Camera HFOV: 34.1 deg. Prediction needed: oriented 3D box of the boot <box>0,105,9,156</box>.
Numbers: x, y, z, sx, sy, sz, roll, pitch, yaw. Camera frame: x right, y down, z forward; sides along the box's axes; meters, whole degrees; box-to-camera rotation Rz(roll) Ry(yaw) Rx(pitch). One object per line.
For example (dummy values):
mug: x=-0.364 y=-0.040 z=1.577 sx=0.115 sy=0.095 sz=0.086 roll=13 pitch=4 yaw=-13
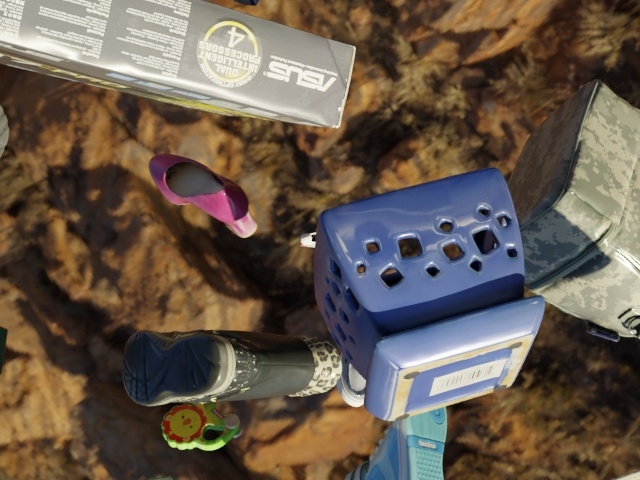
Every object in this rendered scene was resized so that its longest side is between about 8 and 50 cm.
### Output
boot: x=-0.445 y=-0.026 z=1.001 sx=0.118 sy=0.338 sz=0.222 roll=52 pitch=163 yaw=-30

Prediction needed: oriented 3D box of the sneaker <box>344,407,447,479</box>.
sneaker: x=0.124 y=0.399 z=1.949 sx=0.127 sy=0.319 sz=0.208 roll=29 pitch=143 yaw=-35

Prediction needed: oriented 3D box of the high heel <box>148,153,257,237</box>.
high heel: x=-0.199 y=-0.094 z=1.605 sx=0.244 sy=0.082 sz=0.117 roll=40 pitch=167 yaw=34

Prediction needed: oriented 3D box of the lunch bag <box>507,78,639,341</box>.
lunch bag: x=0.411 y=-0.035 z=1.518 sx=0.256 sy=0.305 sz=0.212 roll=33 pitch=142 yaw=-7

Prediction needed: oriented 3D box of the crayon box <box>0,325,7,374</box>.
crayon box: x=-0.648 y=0.135 z=1.552 sx=0.203 sy=0.083 sz=0.323 roll=-2 pitch=161 yaw=18

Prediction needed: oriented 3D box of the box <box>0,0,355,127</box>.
box: x=-0.207 y=-0.204 z=1.057 sx=0.318 sy=0.395 sz=0.097 roll=14 pitch=92 yaw=63

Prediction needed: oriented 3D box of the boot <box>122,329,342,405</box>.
boot: x=-0.108 y=0.146 z=1.195 sx=0.236 sy=0.178 sz=0.085 roll=-10 pitch=77 yaw=53

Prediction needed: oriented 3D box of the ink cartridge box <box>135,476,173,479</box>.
ink cartridge box: x=-0.275 y=0.449 z=1.445 sx=0.093 sy=0.154 sz=0.212 roll=38 pitch=123 yaw=57

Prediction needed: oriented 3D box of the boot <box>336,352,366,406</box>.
boot: x=0.076 y=0.199 z=1.876 sx=0.069 sy=0.190 sz=0.086 roll=17 pitch=138 yaw=-16

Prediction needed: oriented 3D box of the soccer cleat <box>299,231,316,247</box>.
soccer cleat: x=0.000 y=0.000 z=1.826 sx=0.035 sy=0.083 sz=0.029 roll=-26 pitch=66 yaw=42

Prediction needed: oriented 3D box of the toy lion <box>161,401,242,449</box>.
toy lion: x=-0.180 y=0.273 z=1.532 sx=0.100 sy=0.096 sz=0.034 roll=35 pitch=151 yaw=33

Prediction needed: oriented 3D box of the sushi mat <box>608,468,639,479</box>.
sushi mat: x=0.440 y=0.299 z=1.211 sx=0.151 sy=0.019 sz=0.316 roll=37 pitch=139 yaw=-12

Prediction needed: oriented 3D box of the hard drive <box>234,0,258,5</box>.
hard drive: x=-0.052 y=-0.435 z=1.076 sx=0.040 sy=0.319 sz=0.210 roll=19 pitch=166 yaw=29

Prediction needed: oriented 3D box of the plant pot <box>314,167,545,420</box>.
plant pot: x=0.132 y=0.077 z=1.259 sx=0.236 sy=0.236 sz=0.212 roll=93 pitch=160 yaw=-59
